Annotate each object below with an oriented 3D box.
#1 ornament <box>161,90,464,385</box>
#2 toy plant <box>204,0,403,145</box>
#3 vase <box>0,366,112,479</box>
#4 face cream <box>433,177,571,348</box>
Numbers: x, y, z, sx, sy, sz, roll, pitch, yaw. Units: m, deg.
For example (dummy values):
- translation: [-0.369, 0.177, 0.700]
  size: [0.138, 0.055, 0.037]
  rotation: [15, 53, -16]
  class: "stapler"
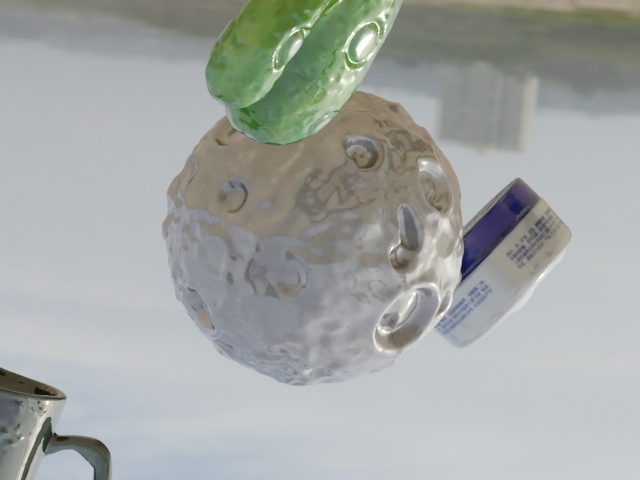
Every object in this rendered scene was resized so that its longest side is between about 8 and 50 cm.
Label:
- translation: [0.000, 0.000, 2.059]
  size: [0.337, 0.337, 0.337]
  rotation: [5, -173, -1]
  class: "ornament"
- translation: [0.027, -0.217, 1.567]
  size: [0.184, 0.316, 0.224]
  rotation: [42, -178, 12]
  class: "toy plant"
- translation: [-0.320, 0.245, 1.667]
  size: [0.251, 0.301, 0.156]
  rotation: [15, 179, -3]
  class: "vase"
- translation: [0.203, 0.032, 2.258]
  size: [0.111, 0.206, 0.206]
  rotation: [45, -172, -1]
  class: "face cream"
